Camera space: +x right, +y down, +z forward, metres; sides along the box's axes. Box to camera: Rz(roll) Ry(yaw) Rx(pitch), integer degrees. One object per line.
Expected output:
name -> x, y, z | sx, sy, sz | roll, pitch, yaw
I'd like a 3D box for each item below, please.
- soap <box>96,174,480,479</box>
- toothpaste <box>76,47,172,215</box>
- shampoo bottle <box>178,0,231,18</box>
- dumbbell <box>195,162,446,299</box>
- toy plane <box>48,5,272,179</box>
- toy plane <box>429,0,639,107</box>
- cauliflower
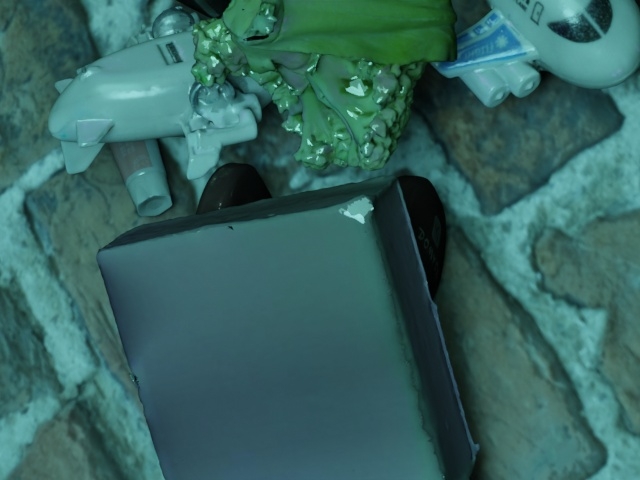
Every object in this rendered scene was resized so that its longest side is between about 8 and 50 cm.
soap -> -0.029, 0.109, 1.697 | 0.285, 0.107, 0.296 | -9, 104, 25
toothpaste -> -0.200, -0.114, 1.949 | 0.067, 0.043, 0.194 | -24, 62, 7
shampoo bottle -> -0.167, -0.309, 1.970 | 0.246, 0.080, 0.079 | 30, 87, 24
dumbbell -> 0.000, 0.000, 1.787 | 0.225, 0.140, 0.124 | 6, 63, 20
toy plane -> -0.150, -0.146, 1.877 | 0.252, 0.118, 0.252 | -6, 39, 5
toy plane -> 0.209, -0.251, 1.799 | 0.267, 0.122, 0.266 | -4, 75, 17
cauliflower -> -0.009, -0.195, 1.693 | 0.239, 0.315, 0.256 | 38, 109, 24
